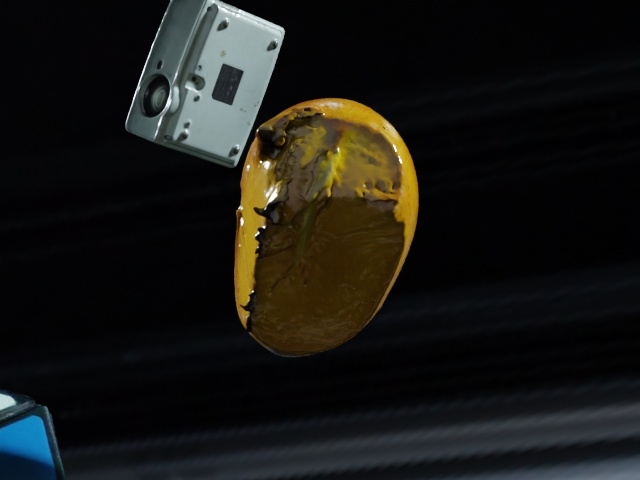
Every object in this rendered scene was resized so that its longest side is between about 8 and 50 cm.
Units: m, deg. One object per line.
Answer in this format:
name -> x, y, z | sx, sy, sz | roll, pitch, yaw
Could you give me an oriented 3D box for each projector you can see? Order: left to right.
projector -> -0.107, -0.154, 1.686 | 0.061, 0.115, 0.147 | 24, -85, 45

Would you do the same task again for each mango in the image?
mango -> 0.000, 0.000, 1.263 | 0.126, 0.252, 0.154 | 10, -121, -1

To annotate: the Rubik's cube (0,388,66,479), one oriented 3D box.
Rubik's cube -> -0.340, 0.249, 1.320 | 0.248, 0.246, 0.250 | -60, -150, 20
